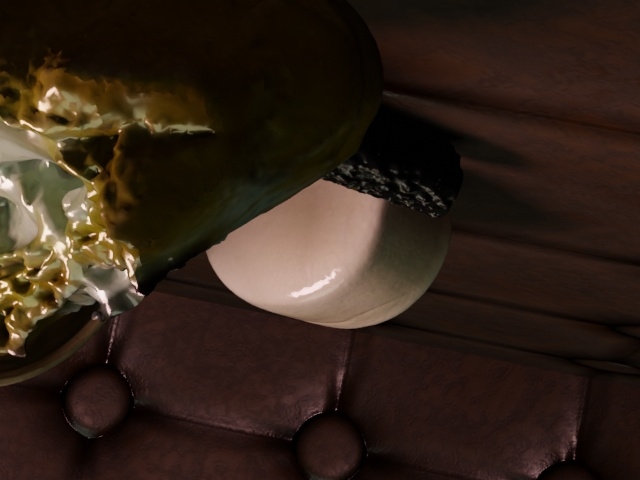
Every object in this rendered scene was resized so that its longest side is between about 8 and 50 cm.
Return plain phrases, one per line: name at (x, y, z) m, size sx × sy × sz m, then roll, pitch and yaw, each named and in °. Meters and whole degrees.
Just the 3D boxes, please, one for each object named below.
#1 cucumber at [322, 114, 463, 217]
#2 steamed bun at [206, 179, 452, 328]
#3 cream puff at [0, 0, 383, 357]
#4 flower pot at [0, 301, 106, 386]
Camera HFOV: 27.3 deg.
cucumber at (-0.010, -0.088, 1.096) m, size 0.300 × 0.072 × 0.072 m, roll 17°, pitch 169°, yaw -29°
steamed bun at (0.000, 0.000, 1.316) m, size 0.241 × 0.164 × 0.146 m, roll 2°, pitch 167°, yaw 39°
cream puff at (-0.131, -0.104, 0.757) m, size 0.323 × 0.270 × 0.274 m, roll -22°, pitch -172°, yaw 44°
flower pot at (-0.337, -0.033, 1.234) m, size 0.244 × 0.307 × 0.307 m, roll 25°, pitch -178°, yaw 43°
